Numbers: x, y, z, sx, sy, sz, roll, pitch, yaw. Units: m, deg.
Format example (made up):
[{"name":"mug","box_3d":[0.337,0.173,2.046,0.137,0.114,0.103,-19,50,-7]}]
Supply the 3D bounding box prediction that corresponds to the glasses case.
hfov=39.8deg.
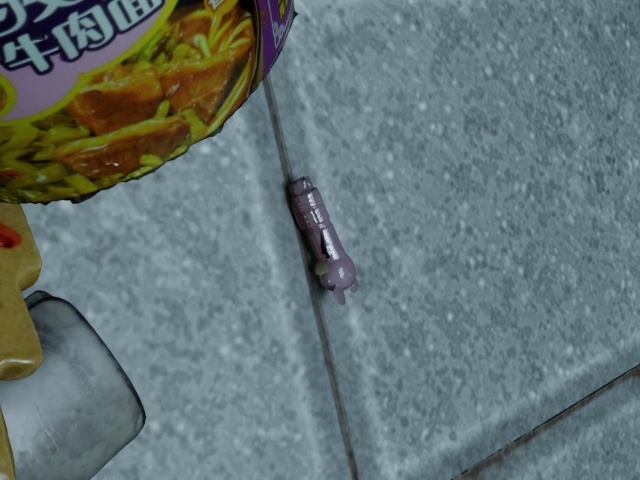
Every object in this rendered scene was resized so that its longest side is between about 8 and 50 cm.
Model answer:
[{"name":"glasses case","box_3d":[-0.231,0.156,0.469,0.299,0.060,0.114,-43,108,-36]}]

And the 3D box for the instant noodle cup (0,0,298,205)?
[{"name":"instant noodle cup","box_3d":[-0.159,-0.187,0.408,0.340,0.340,0.266,-61,151,-28]}]

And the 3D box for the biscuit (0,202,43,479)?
[{"name":"biscuit","box_3d":[-0.234,0.035,0.470,0.212,0.041,0.238,23,53,-5]}]

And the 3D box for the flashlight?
[{"name":"flashlight","box_3d":[0.000,0.000,0.736,0.110,0.031,0.052,66,26,-8]}]
